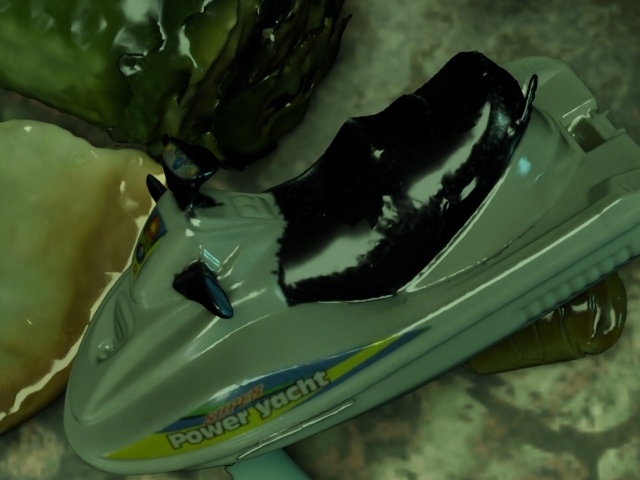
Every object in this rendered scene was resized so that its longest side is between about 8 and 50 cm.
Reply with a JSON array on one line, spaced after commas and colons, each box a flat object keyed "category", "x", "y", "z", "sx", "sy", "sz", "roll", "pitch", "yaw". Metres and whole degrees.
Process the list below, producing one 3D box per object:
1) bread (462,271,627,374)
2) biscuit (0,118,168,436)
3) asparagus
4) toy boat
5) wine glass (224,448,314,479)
[{"category": "bread", "x": 0.093, "y": 0.032, "z": 0.870, "sx": 0.088, "sy": 0.033, "sz": 0.049, "roll": -9, "pitch": 74, "yaw": 9}, {"category": "biscuit", "x": -0.232, "y": 0.007, "z": 0.927, "sx": 0.309, "sy": 0.040, "sz": 0.204, "roll": 18, "pitch": 85, "yaw": 13}, {"category": "asparagus", "x": -0.177, "y": -0.141, "z": 0.907, "sx": 0.382, "sy": 0.108, "sz": 0.128, "roll": 20, "pitch": 85, "yaw": 13}, {"category": "toy boat", "x": 0.007, "y": 0.002, "z": 0.826, "sx": 0.269, "sy": 0.141, "sz": 0.140, "roll": -19, "pitch": 78, "yaw": -7}, {"category": "wine glass", "x": 0.016, "y": 0.176, "z": 0.839, "sx": 0.079, "sy": 0.079, "sz": 0.195, "roll": -44, "pitch": 78, "yaw": 1}]
